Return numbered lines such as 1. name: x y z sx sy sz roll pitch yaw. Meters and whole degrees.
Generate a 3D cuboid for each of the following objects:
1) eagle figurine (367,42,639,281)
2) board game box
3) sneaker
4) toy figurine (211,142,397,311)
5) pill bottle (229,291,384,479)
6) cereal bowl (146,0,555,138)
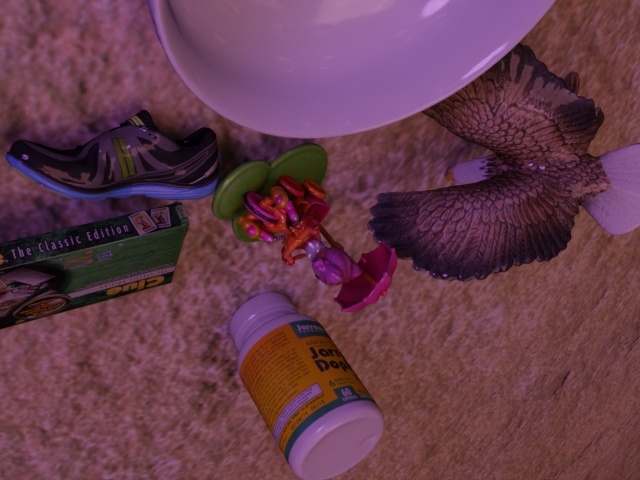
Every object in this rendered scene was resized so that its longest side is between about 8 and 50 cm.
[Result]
1. eagle figurine: 0.212 -0.082 0.805 0.298 0.226 0.225 1 147 -44
2. board game box: -0.253 0.035 0.643 0.259 0.030 0.136 -15 157 -27
3. sneaker: -0.174 -0.076 0.620 0.188 0.067 0.078 -4 111 -34
4. toy figurine: 0.000 0.000 0.700 0.130 0.159 0.173 -53 158 16
5. pill bottle: -0.026 0.160 0.831 0.117 0.208 0.117 -20 137 -20
6. cereal bowl: 0.029 -0.240 0.520 0.339 0.141 0.339 -17 149 -11
